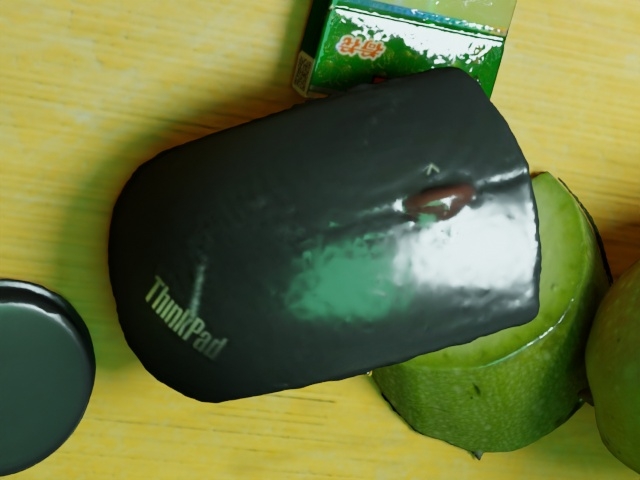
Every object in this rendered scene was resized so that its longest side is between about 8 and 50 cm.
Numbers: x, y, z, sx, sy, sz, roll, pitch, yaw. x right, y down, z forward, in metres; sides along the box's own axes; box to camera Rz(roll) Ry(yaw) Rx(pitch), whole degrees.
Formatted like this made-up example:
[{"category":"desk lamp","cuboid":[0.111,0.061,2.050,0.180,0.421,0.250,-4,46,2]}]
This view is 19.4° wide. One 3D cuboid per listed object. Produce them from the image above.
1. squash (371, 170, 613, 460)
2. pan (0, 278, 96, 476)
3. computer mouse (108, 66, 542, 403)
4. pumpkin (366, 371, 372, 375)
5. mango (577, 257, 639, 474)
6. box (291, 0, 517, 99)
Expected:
[{"category":"squash","cuboid":[0.139,0.076,1.280,0.192,0.085,0.184,-35,117,-6]},{"category":"pan","cuboid":[-0.248,0.080,1.154,0.235,0.028,0.136,14,102,-26]},{"category":"computer mouse","cuboid":[0.000,0.000,1.142,0.269,0.100,0.170,-16,93,-1]},{"category":"pumpkin","cuboid":[0.014,0.041,1.219,0.083,0.054,0.074,25,92,1]},{"category":"mango","cuboid":[0.365,0.091,1.233,0.382,0.201,0.225,7,109,9]},{"category":"box","cuboid":[0.072,-0.194,1.184,0.132,0.034,0.235,9,105,-25]}]
